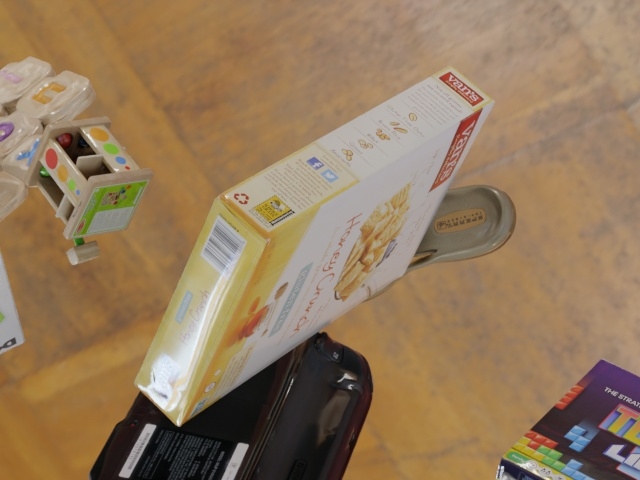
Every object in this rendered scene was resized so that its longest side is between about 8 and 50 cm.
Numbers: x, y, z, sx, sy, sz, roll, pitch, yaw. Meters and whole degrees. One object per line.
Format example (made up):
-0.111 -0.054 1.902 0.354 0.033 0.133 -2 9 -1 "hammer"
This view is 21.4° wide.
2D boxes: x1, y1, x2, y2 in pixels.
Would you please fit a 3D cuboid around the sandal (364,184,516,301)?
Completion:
0.058 -0.002 1.277 0.180 0.049 0.072 -17 72 13 "sandal"

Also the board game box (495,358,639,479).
0.222 0.162 1.118 0.170 0.141 0.048 26 130 25 "board game box"

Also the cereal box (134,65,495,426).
0.000 0.000 1.059 0.047 0.240 0.173 41 133 17 "cereal box"

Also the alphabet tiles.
-0.323 -0.055 1.434 0.278 0.284 0.021 23 150 50 "alphabet tiles"

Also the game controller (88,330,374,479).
-0.074 0.167 1.174 0.166 0.319 0.067 3 126 18 "game controller"

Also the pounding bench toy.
-0.163 -0.033 1.135 0.065 0.052 0.083 49 128 26 "pounding bench toy"

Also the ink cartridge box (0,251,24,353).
-0.247 0.043 1.039 0.062 0.109 0.209 57 162 23 "ink cartridge box"
